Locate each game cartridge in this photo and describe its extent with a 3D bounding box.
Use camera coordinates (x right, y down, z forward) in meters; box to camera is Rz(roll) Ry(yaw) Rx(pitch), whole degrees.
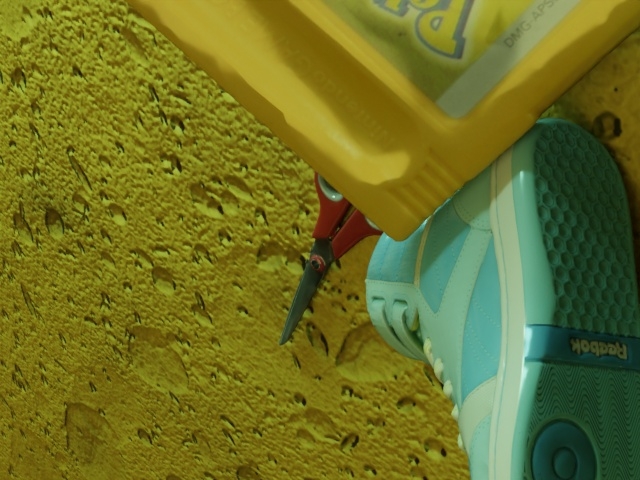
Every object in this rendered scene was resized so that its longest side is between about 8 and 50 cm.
[{"bbox_3d":[0.051,-0.189,0.539,0.285,0.053,0.324,41,121,-7],"label":"game cartridge"}]

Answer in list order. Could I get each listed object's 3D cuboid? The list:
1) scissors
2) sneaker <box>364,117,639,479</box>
[{"bbox_3d":[0.000,0.000,0.840,0.109,0.021,0.297,48,139,3],"label":"scissors"},{"bbox_3d":[0.116,0.093,0.641,0.127,0.319,0.208,19,156,-27],"label":"sneaker"}]
